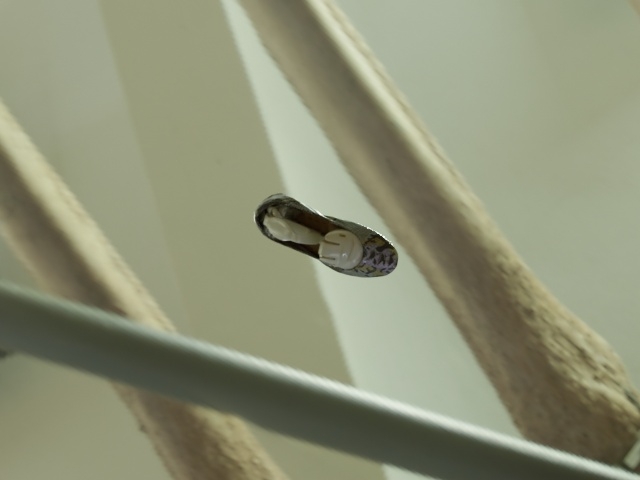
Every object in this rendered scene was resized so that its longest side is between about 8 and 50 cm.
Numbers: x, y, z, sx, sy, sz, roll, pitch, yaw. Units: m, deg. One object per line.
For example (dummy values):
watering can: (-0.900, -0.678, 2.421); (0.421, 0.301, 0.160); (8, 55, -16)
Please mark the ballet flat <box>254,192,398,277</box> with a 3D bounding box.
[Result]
ballet flat: (0.000, 0.000, 1.236); (0.114, 0.041, 0.041); (24, -99, 21)
